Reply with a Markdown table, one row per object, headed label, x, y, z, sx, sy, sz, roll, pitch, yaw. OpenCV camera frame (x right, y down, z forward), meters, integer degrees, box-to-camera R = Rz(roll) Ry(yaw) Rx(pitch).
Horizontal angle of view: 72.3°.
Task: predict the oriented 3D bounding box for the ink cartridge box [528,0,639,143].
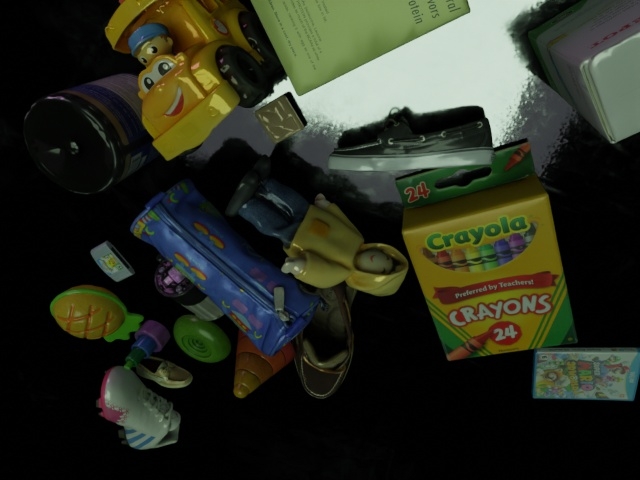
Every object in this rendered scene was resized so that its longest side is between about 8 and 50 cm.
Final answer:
| label | x | y | z | sx | sy | sz | roll | pitch | yaw |
| --- | --- | --- | --- | --- | --- | --- | --- | --- | --- |
| ink cartridge box | 0.322 | -0.202 | 0.438 | 0.154 | 0.212 | 0.093 | -27 | 111 | 25 |

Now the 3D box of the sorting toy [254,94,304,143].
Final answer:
| label | x | y | z | sx | sy | sz | roll | pitch | yaw |
| --- | --- | --- | --- | --- | --- | --- | --- | --- | --- |
| sorting toy | -0.068 | -0.192 | 0.653 | 0.062 | 0.012 | 0.083 | -20 | 117 | 28 |

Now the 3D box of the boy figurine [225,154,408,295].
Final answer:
| label | x | y | z | sx | sy | sz | roll | pitch | yaw |
| --- | --- | --- | --- | --- | --- | --- | --- | --- | --- |
| boy figurine | 0.000 | 0.000 | 0.651 | 0.285 | 0.177 | 0.092 | 34 | 131 | -2 |

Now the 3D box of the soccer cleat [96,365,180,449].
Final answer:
| label | x | y | z | sx | sy | sz | roll | pitch | yaw |
| --- | --- | --- | --- | --- | --- | --- | --- | --- | --- |
| soccer cleat | -0.401 | 0.384 | 1.007 | 0.143 | 0.115 | 0.331 | 2 | 138 | -5 |

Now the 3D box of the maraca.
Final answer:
| label | x | y | z | sx | sy | sz | roll | pitch | yaw |
| --- | --- | --- | --- | --- | --- | --- | --- | --- | --- |
| maraca | -0.457 | 0.157 | 0.905 | 0.127 | 0.099 | 0.186 | -31 | 133 | 16 |

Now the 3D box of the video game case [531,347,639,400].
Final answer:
| label | x | y | z | sx | sy | sz | roll | pitch | yaw |
| --- | --- | --- | --- | --- | --- | --- | --- | --- | --- |
| video game case | 0.471 | 0.239 | 0.783 | 0.167 | 0.015 | 0.119 | -4 | 119 | 15 |

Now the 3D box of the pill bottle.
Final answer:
| label | x | y | z | sx | sy | sz | roll | pitch | yaw |
| --- | --- | --- | --- | --- | --- | --- | --- | --- | --- |
| pill bottle | -0.270 | -0.159 | 0.597 | 0.123 | 0.219 | 0.122 | 6 | 121 | 10 |

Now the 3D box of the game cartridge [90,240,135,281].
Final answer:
| label | x | y | z | sx | sy | sz | roll | pitch | yaw |
| --- | --- | --- | --- | --- | --- | --- | --- | --- | --- |
| game cartridge | -0.416 | 0.044 | 0.873 | 0.056 | 0.017 | 0.083 | -23 | 113 | 28 |

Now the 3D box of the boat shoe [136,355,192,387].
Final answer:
| label | x | y | z | sx | sy | sz | roll | pitch | yaw |
| --- | --- | --- | --- | --- | --- | --- | --- | --- | --- |
| boat shoe | -0.355 | 0.293 | 0.986 | 0.136 | 0.050 | 0.045 | 11 | 127 | 7 |

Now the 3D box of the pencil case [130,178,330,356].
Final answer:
| label | x | y | z | sx | sy | sz | roll | pitch | yaw |
| --- | --- | --- | --- | --- | --- | --- | --- | --- | --- |
| pencil case | -0.137 | 0.041 | 0.657 | 0.306 | 0.119 | 0.133 | 42 | 165 | 2 |

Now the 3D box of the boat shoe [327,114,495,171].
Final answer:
| label | x | y | z | sx | sy | sz | roll | pitch | yaw |
| --- | --- | --- | --- | --- | --- | --- | --- | --- | --- |
| boat shoe | 0.121 | -0.136 | 0.610 | 0.229 | 0.080 | 0.075 | 0 | 99 | 18 |

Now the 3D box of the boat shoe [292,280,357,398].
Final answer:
| label | x | y | z | sx | sy | sz | roll | pitch | yaw |
| --- | --- | --- | --- | --- | --- | --- | --- | --- | --- |
| boat shoe | 0.003 | 0.182 | 0.793 | 0.124 | 0.123 | 0.341 | 13 | 122 | 5 |

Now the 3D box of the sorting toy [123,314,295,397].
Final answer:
| label | x | y | z | sx | sy | sz | roll | pitch | yaw |
| --- | --- | --- | --- | --- | --- | --- | --- | --- | --- |
| sorting toy | -0.236 | 0.231 | 0.847 | 0.366 | 0.126 | 0.127 | 0 | 126 | 23 |

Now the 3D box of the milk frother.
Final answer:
| label | x | y | z | sx | sy | sz | roll | pitch | yaw |
| --- | --- | --- | --- | --- | --- | --- | --- | --- | --- |
| milk frother | -0.205 | 0.051 | 0.787 | 0.143 | 0.129 | 0.134 | -30 | 150 | -3 |

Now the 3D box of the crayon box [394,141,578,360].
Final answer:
| label | x | y | z | sx | sy | sz | roll | pitch | yaw |
| --- | --- | --- | --- | --- | --- | --- | --- | --- | --- |
| crayon box | 0.252 | 0.034 | 0.673 | 0.203 | 0.081 | 0.318 | -16 | 115 | 22 |

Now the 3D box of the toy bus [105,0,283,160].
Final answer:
| label | x | y | z | sx | sy | sz | roll | pitch | yaw |
| --- | --- | --- | --- | --- | --- | --- | --- | --- | --- |
| toy bus | -0.163 | -0.235 | 0.508 | 0.150 | 0.220 | 0.211 | -24 | 123 | 30 |

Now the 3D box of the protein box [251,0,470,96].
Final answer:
| label | x | y | z | sx | sy | sz | roll | pitch | yaw |
| --- | --- | --- | --- | --- | --- | --- | --- | --- | --- |
| protein box | 0.032 | -0.307 | 0.489 | 0.201 | 0.136 | 0.199 | -19 | 114 | 23 |
